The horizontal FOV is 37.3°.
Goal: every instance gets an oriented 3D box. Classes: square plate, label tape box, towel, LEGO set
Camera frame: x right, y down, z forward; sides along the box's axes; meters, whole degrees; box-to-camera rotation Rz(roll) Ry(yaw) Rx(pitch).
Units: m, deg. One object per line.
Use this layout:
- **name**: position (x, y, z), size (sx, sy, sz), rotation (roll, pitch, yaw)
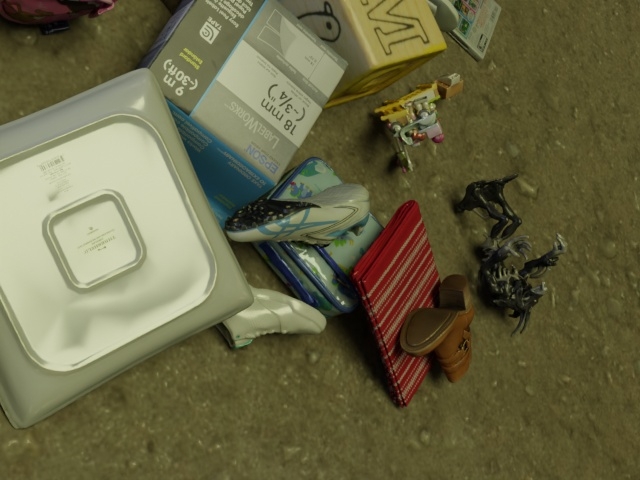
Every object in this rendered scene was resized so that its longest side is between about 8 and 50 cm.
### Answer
- **square plate**: position (-0.283, 0.001, 1.159), size (0.347, 0.049, 0.344), rotation (-28, 101, -26)
- **label tape box**: position (-0.143, -0.183, 1.322), size (0.240, 0.106, 0.334), rotation (37, 71, -23)
- **towel**: position (0.132, 0.098, 1.470), size (0.199, 0.031, 0.275), rotation (-51, 135, -38)
- **LEGO set**: position (0.174, -0.199, 1.640), size (0.287, 0.132, 0.107), rotation (-52, 127, -61)

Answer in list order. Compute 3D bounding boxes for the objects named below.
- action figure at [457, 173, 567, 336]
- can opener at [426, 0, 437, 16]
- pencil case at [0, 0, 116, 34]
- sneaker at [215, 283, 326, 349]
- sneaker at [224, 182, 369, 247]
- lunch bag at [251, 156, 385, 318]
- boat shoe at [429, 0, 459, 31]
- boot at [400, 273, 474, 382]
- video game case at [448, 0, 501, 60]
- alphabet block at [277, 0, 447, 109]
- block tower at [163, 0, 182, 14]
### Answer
- **action figure**: position (0.342, 0.021, 1.665), size (0.164, 0.141, 0.276), rotation (-6, 76, -51)
- **can opener**: position (0.087, -0.447, 1.678), size (0.283, 0.076, 0.095), rotation (28, 58, -26)
- **pencil case**: position (-0.368, -0.481, 1.255), size (0.167, 0.160, 0.386), rotation (30, 52, -82)
- **sneaker**: position (-0.094, 0.113, 1.342), size (0.212, 0.080, 0.094), rotation (21, 73, -23)
- **sneaker**: position (-0.025, -0.022, 1.322), size (0.237, 0.085, 0.086), rotation (-12, 112, -35)
- **lunch bag**: position (0.000, 0.000, 1.440), size (0.219, 0.090, 0.176), rotation (51, 53, -10)
- **boat shoe**: position (0.177, -0.475, 1.757), size (0.219, 0.077, 0.070), rotation (35, 57, -21)
- **boot**: position (0.194, 0.165, 1.487), size (0.197, 0.072, 0.152), rotation (-42, 133, -43)
- **video game case**: position (0.289, -0.454, 1.876), size (0.143, 0.019, 0.157), rotation (38, 55, -21)
- **alphabet block**: position (0.053, -0.347, 1.542), size (0.193, 0.192, 0.197), rotation (-23, 87, -39)
- **block tower**: position (-0.234, -0.451, 1.418), size (0.335, 0.097, 0.091), rotation (50, 51, -11)
